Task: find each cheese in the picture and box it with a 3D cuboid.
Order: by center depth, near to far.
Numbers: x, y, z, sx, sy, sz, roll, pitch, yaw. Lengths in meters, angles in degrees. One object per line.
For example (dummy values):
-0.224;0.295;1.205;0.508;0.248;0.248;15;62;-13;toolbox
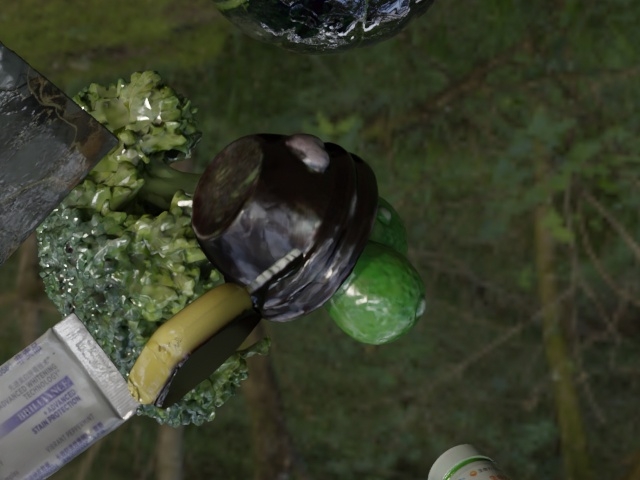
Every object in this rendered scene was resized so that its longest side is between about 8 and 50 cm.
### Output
-0.065;0.051;1.060;0.036;0.162;0.086;42;139;12;cheese

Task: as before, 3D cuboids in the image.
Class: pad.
-0.318;-0.054;1.235;0.007;0.247;0.367;43;179;23;pad

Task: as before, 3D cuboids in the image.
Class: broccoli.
-0.184;0.001;1.663;0.338;0.317;0.277;26;150;26;broccoli

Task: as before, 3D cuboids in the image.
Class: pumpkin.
0.001;-0.361;1.661;0.323;0.323;0.241;16;-171;-17;pumpkin

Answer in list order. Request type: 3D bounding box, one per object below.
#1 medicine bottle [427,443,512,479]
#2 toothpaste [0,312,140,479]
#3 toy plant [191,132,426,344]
0.201;0.317;1.750;0.086;0.086;0.183;25;-167;-34;medicine bottle
-0.306;0.193;1.398;0.099;0.282;0.068;56;176;-32;toothpaste
0.000;0.000;1.424;0.235;0.218;0.175;32;107;-29;toy plant
